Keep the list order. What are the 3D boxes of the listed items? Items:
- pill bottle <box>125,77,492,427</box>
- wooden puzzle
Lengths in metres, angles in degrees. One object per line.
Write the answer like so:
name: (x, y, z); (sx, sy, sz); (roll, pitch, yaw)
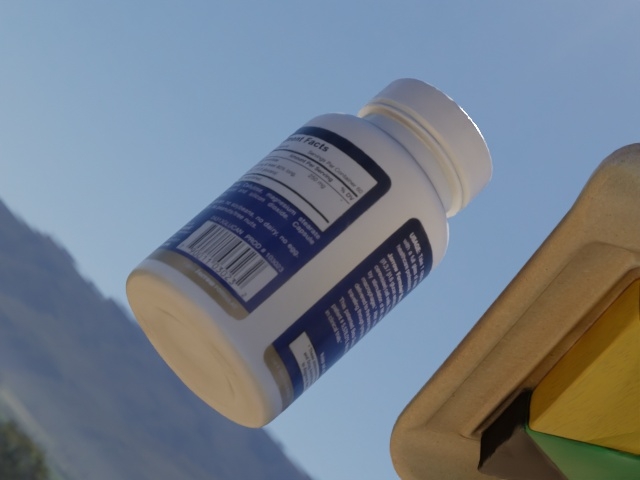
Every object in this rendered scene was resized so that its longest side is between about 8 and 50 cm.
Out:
pill bottle: (0.000, 0.000, 0.729); (0.094, 0.169, 0.094); (40, -23, 21)
wooden puzzle: (0.164, 0.069, 0.627); (0.221, 0.044, 0.239); (15, -37, -10)
